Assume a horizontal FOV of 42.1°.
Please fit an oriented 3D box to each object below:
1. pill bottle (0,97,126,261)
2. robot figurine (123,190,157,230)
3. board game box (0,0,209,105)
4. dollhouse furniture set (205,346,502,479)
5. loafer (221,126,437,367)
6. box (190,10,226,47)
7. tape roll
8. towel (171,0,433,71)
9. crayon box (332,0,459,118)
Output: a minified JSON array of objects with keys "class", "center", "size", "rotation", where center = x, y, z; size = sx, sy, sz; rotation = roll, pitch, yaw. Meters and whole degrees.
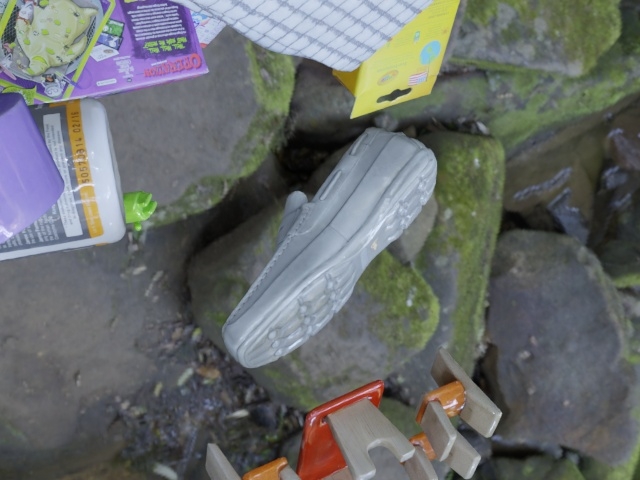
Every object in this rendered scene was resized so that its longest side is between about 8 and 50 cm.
[{"class":"pill bottle","center":[-0.356,-0.054,0.877],"size":[0.278,0.162,0.162],"rotation":[-10,128,-11]},{"class":"robot figurine","center":[-0.422,-0.073,1.844],"size":[0.115,0.067,0.101],"rotation":[-7,134,21]},{"class":"board game box","center":[-0.318,-0.292,1.102],"size":[0.346,0.056,0.208],"rotation":[-23,96,-45]},{"class":"dollhouse furniture set","center":[0.009,0.229,0.820],"size":[0.262,0.135,0.259],"rotation":[-18,140,-26]},{"class":"loafer","center":[0.000,0.000,0.899],"size":[0.319,0.111,0.112],"rotation":[-47,154,-24]},{"class":"box","center":[-0.237,-0.435,1.401],"size":[0.142,0.300,0.154],"rotation":[45,104,0]},{"class":"tape roll","center":[-0.302,-0.041,0.641],"size":[0.189,0.189,0.080],"rotation":[-22,116,-5]},{"class":"towel","center":[0.010,-0.250,0.591],"size":[0.235,0.121,0.283],"rotation":[-36,161,26]},{"class":"crayon box","center":[0.136,-0.382,1.470],"size":[0.202,0.081,0.319],"rotation":[-20,144,-28]}]
